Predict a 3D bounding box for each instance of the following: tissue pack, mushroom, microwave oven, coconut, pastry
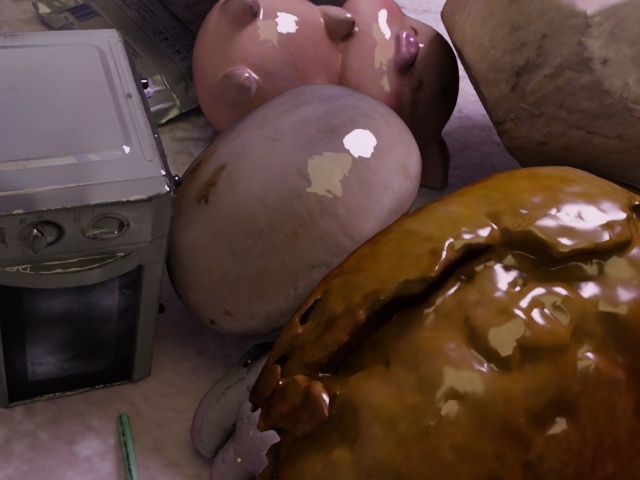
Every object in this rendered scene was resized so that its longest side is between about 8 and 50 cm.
[{"bbox_3d":[-0.174,-0.189,0.801,0.122,0.026,0.193,-28,63,-32],"label":"tissue pack"},{"bbox_3d":[0.000,0.000,0.611,0.215,0.207,0.207,45,44,-23],"label":"mushroom"},{"bbox_3d":[-0.167,-0.011,0.537,0.129,0.205,0.163,-7,55,-21],"label":"microwave oven"},{"bbox_3d":[0.293,-0.173,0.674,0.352,0.353,0.353,8,50,-10],"label":"coconut"},{"bbox_3d":[0.124,0.133,0.418,0.356,0.164,0.356,0,91,-25],"label":"pastry"}]

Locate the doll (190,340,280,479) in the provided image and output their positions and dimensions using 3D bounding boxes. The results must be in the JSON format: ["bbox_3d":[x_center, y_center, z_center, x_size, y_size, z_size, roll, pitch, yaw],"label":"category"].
[{"bbox_3d":[0.001,0.148,0.528,0.149,0.095,0.192,-7,52,-28],"label":"doll"}]

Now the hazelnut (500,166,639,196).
[{"bbox_3d":[0.182,0.051,0.618,0.208,0.208,0.208,8,50,-10],"label":"hazelnut"}]

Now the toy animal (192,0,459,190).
[{"bbox_3d":[0.009,-0.141,0.735,0.250,0.154,0.166,6,91,-23],"label":"toy animal"}]

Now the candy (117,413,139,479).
[{"bbox_3d":[-0.105,0.186,0.502,0.058,0.062,0.194,-35,46,13],"label":"candy"}]
